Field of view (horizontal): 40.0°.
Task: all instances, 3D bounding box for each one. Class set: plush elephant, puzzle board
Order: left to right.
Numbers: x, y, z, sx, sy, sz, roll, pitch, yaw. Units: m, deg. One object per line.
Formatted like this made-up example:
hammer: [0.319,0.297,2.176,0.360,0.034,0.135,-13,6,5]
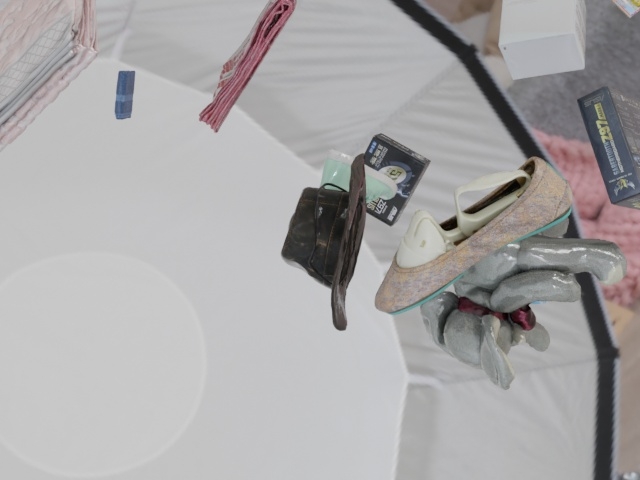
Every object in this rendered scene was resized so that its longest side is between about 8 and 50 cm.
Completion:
plush elephant: [0.296,0.101,1.429,0.272,0.330,0.255,-133,40,-63]
puzzle board: [0.426,-0.385,1.287,0.096,0.128,0.011,-37,-9,-45]

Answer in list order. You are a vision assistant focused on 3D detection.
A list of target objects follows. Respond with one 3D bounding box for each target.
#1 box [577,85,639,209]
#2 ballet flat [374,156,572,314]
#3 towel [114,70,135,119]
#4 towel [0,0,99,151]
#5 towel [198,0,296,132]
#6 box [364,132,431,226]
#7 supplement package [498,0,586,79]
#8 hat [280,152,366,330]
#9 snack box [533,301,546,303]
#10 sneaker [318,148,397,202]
box: [0.517,-0.145,1.454,0.059,0.233,0.183,-25,74,35]
ballet flat: [0.191,-0.016,1.217,0.316,0.106,0.107,-33,26,8]
towel: [-0.478,-0.355,2.134,0.067,0.029,0.119,-46,-34,-74]
towel: [-0.444,-0.248,1.252,0.332,0.053,0.317,-39,40,18]
towel: [-0.102,-0.326,1.404,0.237,0.037,0.329,-53,15,23]
box: [0.161,-0.150,2.154,0.180,0.147,0.077,-61,-9,17]
supplement package: [0.583,-0.555,2.292,0.149,0.194,0.203,48,-135,-51]
hat: [0.000,0.000,1.575,0.331,0.134,0.331,7,-90,-84]
snack box: [0.393,0.055,1.932,0.322,0.187,0.060,60,-151,-57]
sneaker: [0.064,-0.089,1.850,0.256,0.094,0.151,20,-88,-56]
